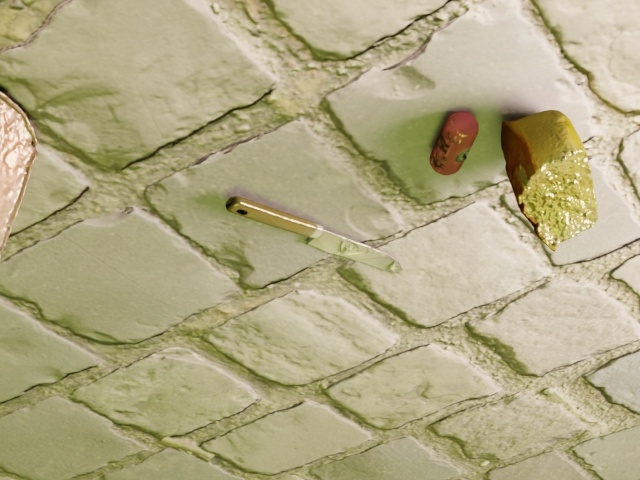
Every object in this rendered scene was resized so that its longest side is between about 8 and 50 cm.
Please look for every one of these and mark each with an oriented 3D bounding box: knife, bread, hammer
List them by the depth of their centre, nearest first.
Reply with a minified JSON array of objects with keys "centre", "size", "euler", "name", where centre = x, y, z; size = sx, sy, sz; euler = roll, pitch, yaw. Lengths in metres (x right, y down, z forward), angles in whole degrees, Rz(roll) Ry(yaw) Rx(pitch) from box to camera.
[{"centre":[0.250,-0.078,1.207],"size":[0.086,0.125,0.156],"euler":[-21,132,7],"name":"bread"},{"centre":[0.151,-0.108,1.216],"size":[0.043,0.043,0.083],"euler":[4,143,-15],"name":"hammer"},{"centre":[0.000,-0.002,1.357],"size":[0.297,0.017,0.047],"euler":[18,139,-36],"name":"knife"}]

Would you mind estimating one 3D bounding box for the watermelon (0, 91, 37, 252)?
[{"centre":[-0.440,-0.027,1.085],"size":[0.319,0.222,0.292],"euler":[-25,145,23],"name":"watermelon"}]
